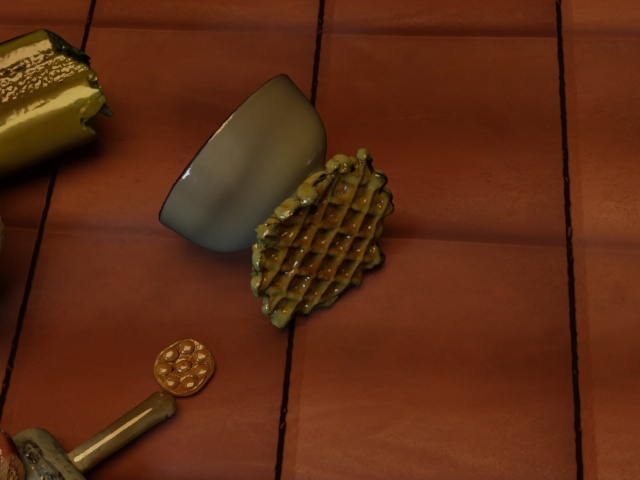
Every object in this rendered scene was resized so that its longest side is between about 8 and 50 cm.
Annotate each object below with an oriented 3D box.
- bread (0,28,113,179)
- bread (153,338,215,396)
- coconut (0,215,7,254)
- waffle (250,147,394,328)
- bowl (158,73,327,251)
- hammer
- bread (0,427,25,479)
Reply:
[{"bbox_3d":[-0.606,-0.243,2.069,0.377,0.208,0.251,-23,69,-9],"label":"bread"},{"bbox_3d":[-0.240,0.223,1.889,0.110,0.024,0.110,-1,62,3],"label":"bread"},{"bbox_3d":[-0.753,0.028,1.799,0.405,0.404,0.404,-2,61,3],"label":"coconut"},{"bbox_3d":[0.000,0.000,1.852,0.317,0.297,0.073,-34,50,-21],"label":"waffle"},{"bbox_3d":[-0.104,-0.106,1.908,0.185,0.354,0.354,41,69,2],"label":"bowl"},{"bbox_3d":[-0.373,0.347,1.789,0.305,0.113,0.202,-35,67,-21],"label":"hammer"},{"bbox_3d":[-0.520,0.353,1.696,0.119,0.067,0.192,-39,66,24],"label":"bread"}]
